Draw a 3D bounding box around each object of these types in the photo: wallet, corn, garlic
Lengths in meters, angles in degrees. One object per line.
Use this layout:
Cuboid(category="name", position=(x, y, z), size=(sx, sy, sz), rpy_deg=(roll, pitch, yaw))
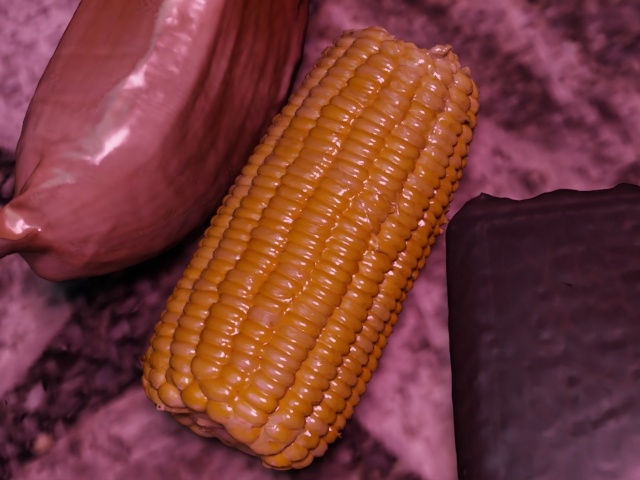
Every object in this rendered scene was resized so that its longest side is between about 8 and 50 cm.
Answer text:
Cuboid(category="wallet", position=(0.129, 0.126, 0.475), size=(0.170, 0.044, 0.321), rpy_deg=(-7, 63, 13))
Cuboid(category="corn", position=(0.000, 0.000, 0.567), size=(0.085, 0.063, 0.165), rpy_deg=(13, 69, 49))
Cuboid(category="garlic", position=(-0.072, -0.054, 0.581), size=(0.090, 0.128, 0.198), rpy_deg=(28, 74, 12))
